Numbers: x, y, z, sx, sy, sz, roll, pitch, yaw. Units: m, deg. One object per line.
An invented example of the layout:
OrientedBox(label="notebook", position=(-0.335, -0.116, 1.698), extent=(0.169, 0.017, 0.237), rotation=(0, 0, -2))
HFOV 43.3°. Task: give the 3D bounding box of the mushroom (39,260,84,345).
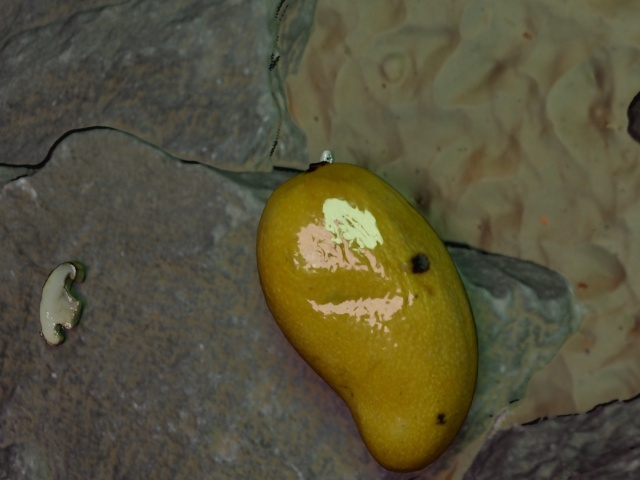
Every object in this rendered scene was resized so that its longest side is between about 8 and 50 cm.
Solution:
OrientedBox(label="mushroom", position=(-0.273, 0.066, 0.852), extent=(0.049, 0.019, 0.101), rotation=(30, 110, 19))

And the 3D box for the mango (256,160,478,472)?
OrientedBox(label="mango", position=(0.042, 0.058, 0.666), extent=(0.157, 0.109, 0.262), rotation=(-23, 94, 14))

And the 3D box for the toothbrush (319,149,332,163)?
OrientedBox(label="toothbrush", position=(0.000, 0.000, 0.726), extent=(0.017, 0.014, 0.162), rotation=(7, 99, 38))
